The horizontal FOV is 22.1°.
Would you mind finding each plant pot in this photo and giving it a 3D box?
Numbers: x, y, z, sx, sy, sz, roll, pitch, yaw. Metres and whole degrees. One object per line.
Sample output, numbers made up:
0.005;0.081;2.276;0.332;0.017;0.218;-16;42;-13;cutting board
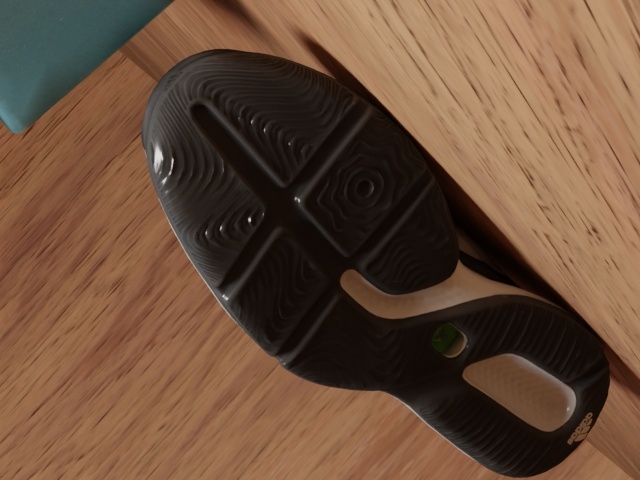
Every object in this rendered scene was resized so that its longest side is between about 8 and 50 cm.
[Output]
-0.233;-0.229;1.088;0.234;0.165;0.165;54;171;-36;plant pot

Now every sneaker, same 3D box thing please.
0.000;0.001;1.203;0.447;0.169;0.257;41;177;-35;sneaker
